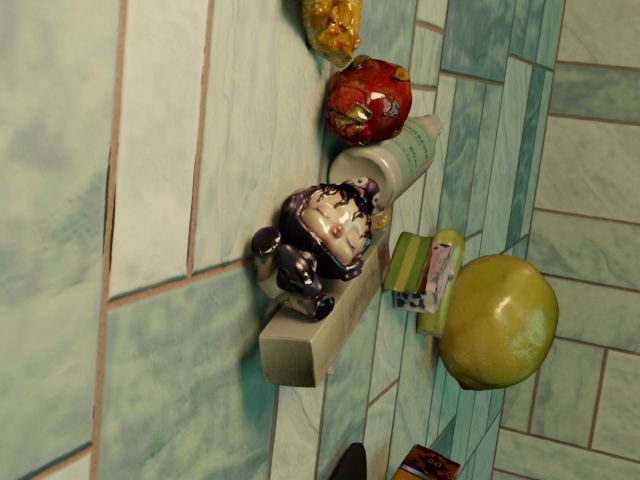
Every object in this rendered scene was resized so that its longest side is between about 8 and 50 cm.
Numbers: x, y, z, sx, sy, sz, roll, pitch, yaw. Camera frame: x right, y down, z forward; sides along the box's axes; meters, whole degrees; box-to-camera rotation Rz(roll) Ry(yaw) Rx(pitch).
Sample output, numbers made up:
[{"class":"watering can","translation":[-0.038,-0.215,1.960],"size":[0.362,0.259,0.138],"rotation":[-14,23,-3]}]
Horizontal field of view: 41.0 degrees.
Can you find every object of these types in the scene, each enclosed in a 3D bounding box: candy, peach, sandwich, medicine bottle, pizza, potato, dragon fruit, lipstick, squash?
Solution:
[{"class":"candy","translation":[0.214,0.074,1.747],"size":[0.160,0.092,0.073],"rotation":[-59,149,-44]},{"class":"peach","translation":[0.428,0.202,2.085],"size":[0.315,0.281,0.314],"rotation":[-55,155,-30]},{"class":"sandwich","translation":[0.169,0.042,1.642],"size":[0.074,0.074,0.116],"rotation":[9,90,-69]},{"class":"medicine bottle","translation":[0.128,-0.146,1.405],"size":[0.352,0.110,0.110],"rotation":[-42,137,-57]},{"class":"pizza","translation":[0.012,-0.386,1.054],"size":[0.182,0.074,0.365],"rotation":[-56,149,-62]},{"class":"potato","translation":[0.089,-0.052,1.432],"size":[0.068,0.062,0.083],"rotation":[97,-6,-52]},{"class":"dragon fruit","translation":[0.074,-0.210,1.267],"size":[0.246,0.125,0.125],"rotation":[-56,139,-77]},{"class":"lipstick","translation":[0.017,0.084,1.232],"size":[0.371,0.080,0.076],"rotation":[-51,140,-61]},{"class":"squash","translation":[0.265,0.096,1.902],"size":[0.083,0.083,0.250],"rotation":[-1,103,-68]}]

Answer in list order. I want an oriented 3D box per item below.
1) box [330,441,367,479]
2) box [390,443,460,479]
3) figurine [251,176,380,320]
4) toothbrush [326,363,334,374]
[{"class":"box","translation":[0.034,0.495,1.558],"size":[0.201,0.042,0.212],"rotation":[-46,140,-54]},{"class":"box","translation":[0.140,0.613,1.709],"size":[0.415,0.116,0.264],"rotation":[-28,138,-63]},{"class":"figurine","translation":[0.000,0.000,1.147],"size":[0.222,0.145,0.145],"rotation":[-48,143,-37]},{"class":"toothbrush","translation":[-0.021,0.161,1.289],"size":[0.269,0.027,0.021],"rotation":[57,35,-60]}]
